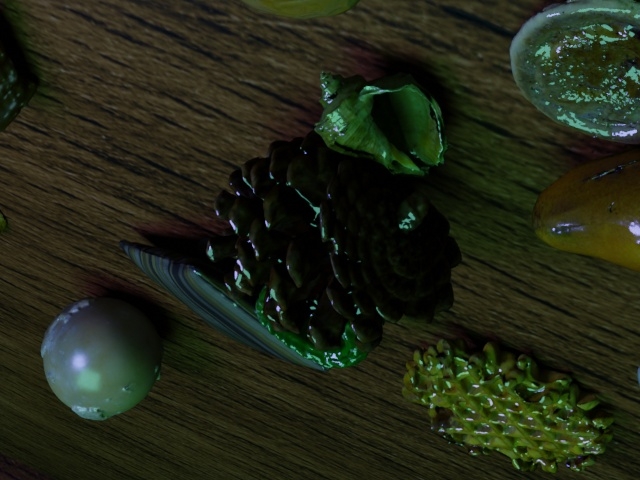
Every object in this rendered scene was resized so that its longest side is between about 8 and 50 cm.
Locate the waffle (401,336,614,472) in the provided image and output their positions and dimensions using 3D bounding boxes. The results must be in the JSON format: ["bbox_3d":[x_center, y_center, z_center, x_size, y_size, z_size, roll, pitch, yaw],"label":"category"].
[{"bbox_3d":[0.200,0.185,1.167,0.231,0.051,0.229,26,149,2],"label":"waffle"}]

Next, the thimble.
[{"bbox_3d":[0.002,0.064,1.090,0.130,0.090,0.118,17,148,16],"label":"thimble"}]

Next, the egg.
[{"bbox_3d":[-0.294,0.156,1.435,0.164,0.164,0.201,28,158,-1],"label":"egg"}]

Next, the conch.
[{"bbox_3d":[0.048,-0.091,0.806,0.121,0.074,0.089,38,147,-16],"label":"conch"}]

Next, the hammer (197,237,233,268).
[{"bbox_3d":[-0.082,0.018,1.171,0.110,0.019,0.035,4,145,28],"label":"hammer"}]

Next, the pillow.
[{"bbox_3d":[-0.110,0.071,1.203,0.208,0.052,0.212,41,166,-30],"label":"pillow"}]

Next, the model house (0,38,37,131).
[{"bbox_3d":[-0.415,-0.150,1.001,0.229,0.199,0.219,44,161,-20],"label":"model house"}]

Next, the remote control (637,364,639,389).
[{"bbox_3d":[0.354,0.219,1.049,0.038,0.090,0.309,-22,135,7],"label":"remote control"}]

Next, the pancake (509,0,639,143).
[{"bbox_3d":[0.191,-0.111,0.702,0.139,0.022,0.139,21,152,12],"label":"pancake"}]

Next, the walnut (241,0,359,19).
[{"bbox_3d":[-0.024,-0.184,0.738,0.121,0.052,0.091,13,152,29],"label":"walnut"}]

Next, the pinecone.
[{"bbox_3d":[0.001,-0.002,0.899,0.212,0.168,0.186,14,144,58],"label":"pinecone"}]

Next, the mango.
[{"bbox_3d":[0.225,-0.027,0.741,0.159,0.105,0.084,19,124,47],"label":"mango"}]

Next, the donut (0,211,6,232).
[{"bbox_3d":[-0.448,-0.023,1.396,0.067,0.038,0.083,34,150,-18],"label":"donut"}]
